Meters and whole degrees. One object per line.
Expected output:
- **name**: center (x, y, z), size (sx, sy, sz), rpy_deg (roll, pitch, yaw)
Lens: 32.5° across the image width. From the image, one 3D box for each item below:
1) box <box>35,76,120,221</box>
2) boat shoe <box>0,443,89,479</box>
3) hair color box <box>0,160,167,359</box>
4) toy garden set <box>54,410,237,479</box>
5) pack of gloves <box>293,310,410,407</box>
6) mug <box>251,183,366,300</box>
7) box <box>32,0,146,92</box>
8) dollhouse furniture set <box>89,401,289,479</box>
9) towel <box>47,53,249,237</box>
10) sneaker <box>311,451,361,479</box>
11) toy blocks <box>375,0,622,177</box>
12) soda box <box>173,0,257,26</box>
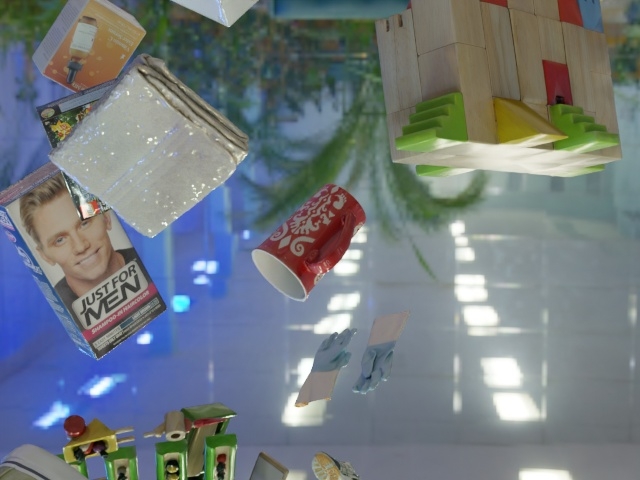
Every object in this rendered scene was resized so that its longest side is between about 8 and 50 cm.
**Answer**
- **box**: center (-0.370, -0.154, 1.868), size (0.159, 0.233, 0.044), rpy_deg (-23, -133, -12)
- **boat shoe**: center (-0.230, 0.336, 1.170), size (0.302, 0.109, 0.094), rpy_deg (30, -134, 6)
- **hair color box**: center (-0.445, 0.030, 2.036), size (0.174, 0.347, 0.105), rpy_deg (-38, -152, -23)
- **toy garden set**: center (-0.230, 0.293, 1.457), size (0.244, 0.204, 0.049), rpy_deg (-5, -129, -11)
- **pack of gloves**: center (0.071, 0.241, 2.135), size (0.195, 0.046, 0.232), rpy_deg (-15, -152, 28)
- **mug**: center (0.001, 0.005, 1.742), size (0.150, 0.113, 0.169), rpy_deg (27, -118, 33)
- **box**: center (-0.434, -0.367, 2.062), size (0.130, 0.170, 0.091), rpy_deg (27, -166, -37)
- **dollhouse furniture set**: center (-0.207, 0.374, 1.672), size (0.197, 0.151, 0.301), rpy_deg (30, -164, 32)
- **towel**: center (-0.224, -0.116, 1.427), size (0.282, 0.187, 0.049), rpy_deg (-31, -156, 47)
- **sneaker**: center (0.019, 0.278, 1.328), size (0.032, 0.083, 0.037), rpy_deg (-24, -151, 28)
- **toy blocks**: center (0.189, -0.211, 1.157), size (0.190, 0.261, 0.381), rpy_deg (-12, 171, 43)
- **soda box**: center (-0.163, -0.316, 1.213), size (0.216, 0.069, 0.074), rpy_deg (29, -115, 29)
